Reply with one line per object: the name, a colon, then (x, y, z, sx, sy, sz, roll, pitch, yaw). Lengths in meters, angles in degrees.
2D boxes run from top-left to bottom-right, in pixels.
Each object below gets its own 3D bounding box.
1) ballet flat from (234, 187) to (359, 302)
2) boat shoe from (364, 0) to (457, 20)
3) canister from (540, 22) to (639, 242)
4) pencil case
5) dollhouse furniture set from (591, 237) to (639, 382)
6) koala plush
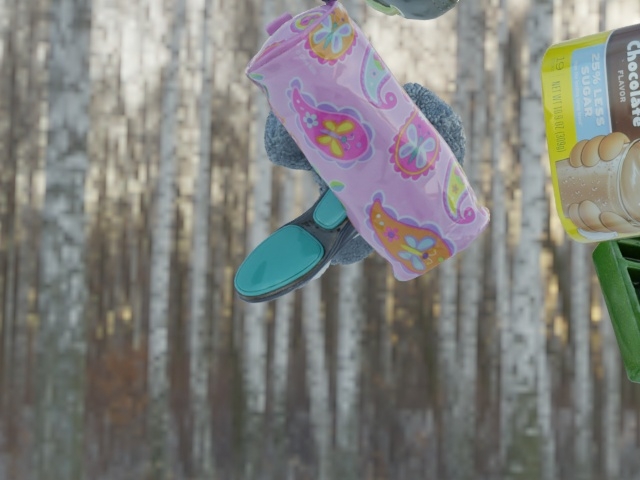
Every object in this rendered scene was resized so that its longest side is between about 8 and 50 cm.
ballet flat: (0.000, 0.000, 1.752, 0.074, 0.203, 0.074, 45, -6, 6)
boat shoe: (0.040, -0.217, 1.056, 0.109, 0.091, 0.305, -33, 21, 13)
canister: (0.210, -0.066, 0.928, 0.170, 0.126, 0.073, -10, -5, 41)
pencil case: (0.044, -0.098, 1.656, 0.124, 0.284, 0.124, -36, 12, 9)
dollhouse furniture set: (0.418, 0.024, 1.465, 0.301, 0.151, 0.197, 10, -48, -22)
koala plush: (0.055, -0.119, 1.915, 0.203, 0.196, 0.221, -24, 24, 6)
